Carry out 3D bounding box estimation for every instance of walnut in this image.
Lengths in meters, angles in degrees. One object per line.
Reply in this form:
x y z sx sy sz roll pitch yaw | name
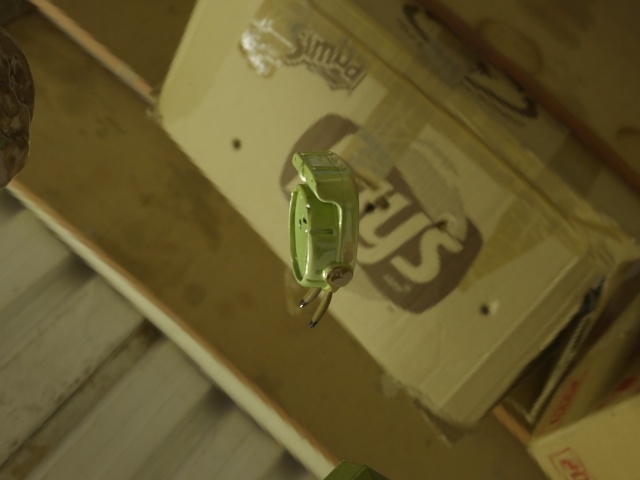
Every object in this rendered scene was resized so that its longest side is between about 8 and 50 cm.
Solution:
-0.483 -0.175 1.358 0.273 0.273 0.227 38 -116 -7 | walnut

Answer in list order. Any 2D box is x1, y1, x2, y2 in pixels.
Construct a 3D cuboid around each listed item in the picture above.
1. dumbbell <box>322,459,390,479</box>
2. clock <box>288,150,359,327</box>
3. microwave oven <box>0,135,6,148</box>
0.128 0.358 1.363 0.108 0.302 0.121 -1 -87 -48 | dumbbell
0.000 0.000 1.485 0.069 0.231 0.170 -2 -161 -13 | clock
-0.382 -0.073 0.846 0.162 0.208 0.122 58 -146 -26 | microwave oven
